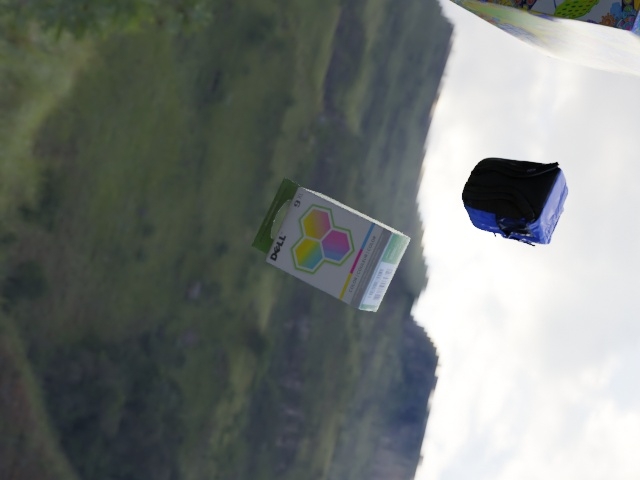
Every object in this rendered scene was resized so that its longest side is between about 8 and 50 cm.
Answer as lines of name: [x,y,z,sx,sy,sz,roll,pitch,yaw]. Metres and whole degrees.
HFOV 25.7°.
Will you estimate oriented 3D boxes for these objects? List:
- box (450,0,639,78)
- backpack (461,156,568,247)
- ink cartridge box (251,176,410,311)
box: [0.344,-0.314,1.680,0.279,0.290,0.177,21,-87,40]
backpack: [0.243,-0.045,1.788,0.098,0.120,0.101,-60,148,-28]
ink cartridge box: [0.000,0.000,1.832,0.062,0.209,0.109,14,102,-63]
